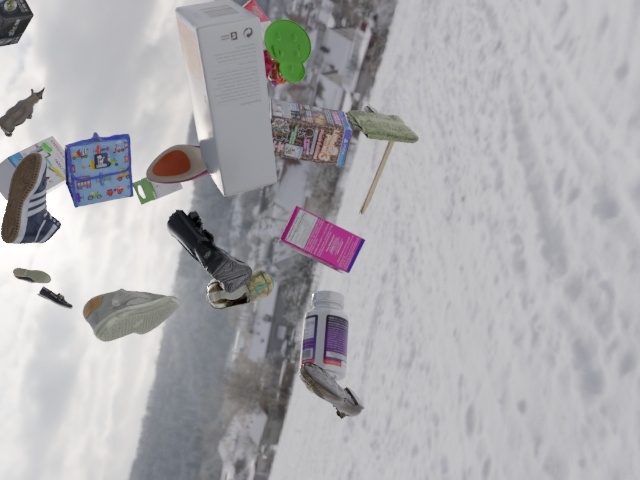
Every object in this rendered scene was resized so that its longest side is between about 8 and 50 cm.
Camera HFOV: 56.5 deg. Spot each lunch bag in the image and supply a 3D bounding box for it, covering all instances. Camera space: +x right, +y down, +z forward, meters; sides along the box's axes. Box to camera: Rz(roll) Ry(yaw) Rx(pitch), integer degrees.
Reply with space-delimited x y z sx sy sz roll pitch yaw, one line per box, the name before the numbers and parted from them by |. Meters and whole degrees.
lunch bag | -0.806 -0.281 2.162 0.138 0.220 0.293 58 148 28

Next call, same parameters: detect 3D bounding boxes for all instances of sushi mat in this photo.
sushi mat | 0.204 -0.245 2.026 0.151 0.019 0.317 -55 -13 -67

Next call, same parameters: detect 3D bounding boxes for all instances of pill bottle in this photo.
pill bottle | 0.011 0.220 1.381 0.108 0.108 0.194 116 161 -62

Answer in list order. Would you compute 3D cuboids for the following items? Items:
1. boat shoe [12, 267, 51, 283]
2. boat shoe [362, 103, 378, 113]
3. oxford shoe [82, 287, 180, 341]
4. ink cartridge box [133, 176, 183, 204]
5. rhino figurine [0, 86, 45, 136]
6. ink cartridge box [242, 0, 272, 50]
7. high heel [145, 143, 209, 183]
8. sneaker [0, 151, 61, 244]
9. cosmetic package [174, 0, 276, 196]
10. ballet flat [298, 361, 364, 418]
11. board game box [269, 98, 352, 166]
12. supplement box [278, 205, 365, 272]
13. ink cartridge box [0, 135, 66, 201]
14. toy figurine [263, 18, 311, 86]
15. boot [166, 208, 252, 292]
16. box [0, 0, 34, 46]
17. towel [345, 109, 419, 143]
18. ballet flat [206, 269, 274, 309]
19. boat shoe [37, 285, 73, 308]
boat shoe | -1.034 0.132 2.139 0.043 0.136 0.049 108 172 -51
boat shoe | 0.174 -0.452 2.208 0.084 0.079 0.233 58 -172 -18
oxford shoe | -0.579 0.213 1.864 0.169 0.130 0.449 -48 -12 8
ink cartridge box | -0.739 -0.245 2.679 0.062 0.209 0.109 3 117 58
rhino figurine | -1.163 -0.512 2.330 0.243 0.073 0.106 -50 13 -11
ink cartridge box | -0.274 -0.686 2.070 0.237 0.172 0.100 -44 24 -3
high heel | -0.374 -0.252 1.949 0.181 0.376 0.127 98 155 -79
sneaker | -0.858 -0.120 1.809 0.153 0.099 0.283 14 -86 -65
cosmetic package | -0.248 -0.377 1.588 0.230 0.161 0.454 -130 29 -49
ballet flat | 0.017 0.314 1.212 0.084 0.058 0.250 54 -176 38
board game box | -0.052 -0.395 2.166 0.232 0.290 0.141 -100 20 -61
supplement box | 0.000 0.000 1.707 0.114 0.219 0.111 -63 4 -7
ink cartridge box | -1.253 -0.294 2.609 0.197 0.198 0.270 -26 17 31
toy figurine | -0.109 -0.472 1.592 0.159 0.130 0.173 155 106 -64
boot | -0.294 0.024 1.580 0.094 0.207 0.246 -43 -19 -3
box | -0.788 -0.582 1.430 0.147 0.180 0.077 -19 10 47
towel | 0.134 -0.248 1.291 0.110 0.148 0.027 58 137 46
ballet flat | -0.297 0.168 1.938 0.348 0.123 0.123 -16 57 43
boat shoe | -0.852 0.185 1.921 0.046 0.125 0.038 79 -146 -73
